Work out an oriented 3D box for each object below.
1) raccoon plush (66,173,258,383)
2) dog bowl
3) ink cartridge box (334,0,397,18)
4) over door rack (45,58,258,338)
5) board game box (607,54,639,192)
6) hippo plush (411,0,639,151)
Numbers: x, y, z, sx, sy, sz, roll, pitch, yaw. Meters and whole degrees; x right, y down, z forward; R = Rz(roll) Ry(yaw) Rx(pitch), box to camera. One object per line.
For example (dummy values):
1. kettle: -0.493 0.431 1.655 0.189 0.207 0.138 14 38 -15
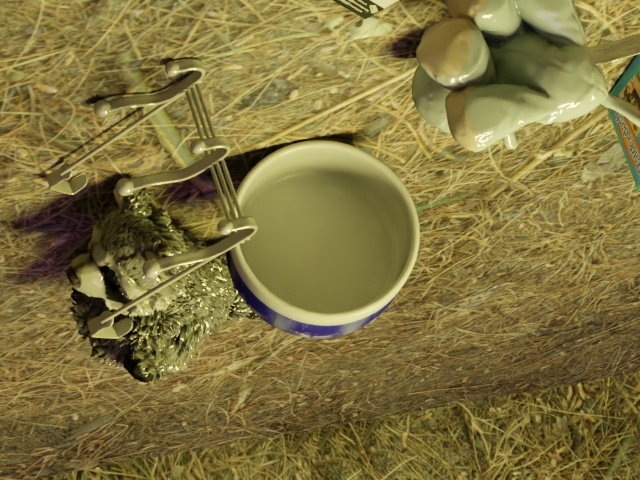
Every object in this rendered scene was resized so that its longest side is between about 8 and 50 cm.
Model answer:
1. raccoon plush: -0.185 0.003 2.339 0.446 0.216 0.299 -34 161 -40
2. dog bowl: 0.000 0.000 2.243 0.264 0.265 0.104 -12 161 -13
3. ink cartridge box: 0.032 -0.312 1.767 0.097 0.046 0.207 -27 157 24
4. over door rack: -0.231 -0.044 1.982 0.108 0.240 0.324 1 153 -44
5. board game box: 0.484 -0.185 2.292 0.047 0.160 0.210 -11 160 -16
6. hippo plush: 0.234 -0.230 1.999 0.294 0.234 0.236 -6 -176 -14
